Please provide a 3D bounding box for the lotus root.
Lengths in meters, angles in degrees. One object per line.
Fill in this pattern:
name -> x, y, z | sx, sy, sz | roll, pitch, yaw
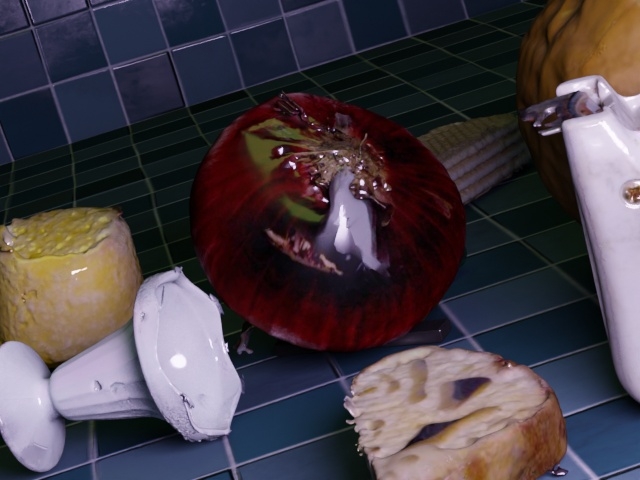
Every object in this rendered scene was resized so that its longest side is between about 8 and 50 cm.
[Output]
lotus root -> 0.101, 0.152, 1.218 | 0.170, 0.074, 0.261 | -15, 15, -6

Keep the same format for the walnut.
walnut -> 0.341, -0.155, 1.406 | 0.354, 0.308, 0.398 | -35, 13, 3

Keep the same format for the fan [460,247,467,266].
fan -> 0.103, 0.040, 1.675 | 0.082, 0.039, 0.155 | -3, 20, 45

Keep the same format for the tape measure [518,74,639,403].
tape measure -> 0.306, -0.006, 1.192 | 0.265, 0.258, 0.130 | -12, 21, 12

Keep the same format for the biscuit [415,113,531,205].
biscuit -> 0.096, -0.057, 1.958 | 0.144, 0.079, 0.426 | -3, 19, 44

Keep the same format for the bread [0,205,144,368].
bread -> -0.289, 0.055, 1.797 | 0.197, 0.171, 0.197 | -5, 23, 2

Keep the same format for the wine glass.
wine glass -> -0.190, 0.130, 1.465 | 0.196, 0.165, 0.165 | -20, 13, 15

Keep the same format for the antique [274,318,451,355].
antique -> 0.041, 0.097, 1.583 | 0.192, 0.015, 0.031 | -7, 18, 31

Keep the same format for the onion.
onion -> 0.000, 0.000, 1.563 | 0.273, 0.285, 0.273 | 9, 49, -10
